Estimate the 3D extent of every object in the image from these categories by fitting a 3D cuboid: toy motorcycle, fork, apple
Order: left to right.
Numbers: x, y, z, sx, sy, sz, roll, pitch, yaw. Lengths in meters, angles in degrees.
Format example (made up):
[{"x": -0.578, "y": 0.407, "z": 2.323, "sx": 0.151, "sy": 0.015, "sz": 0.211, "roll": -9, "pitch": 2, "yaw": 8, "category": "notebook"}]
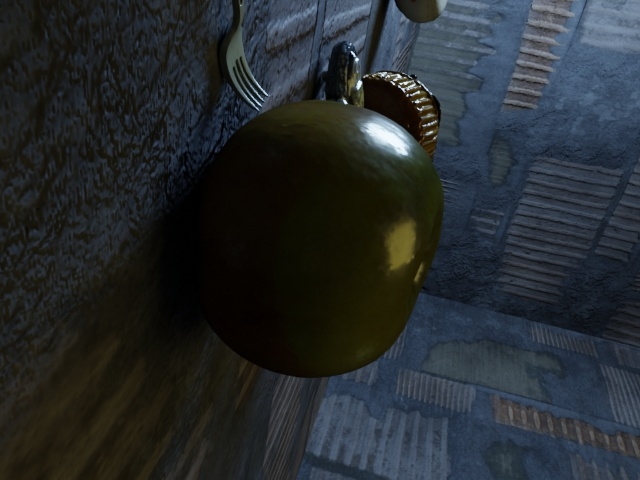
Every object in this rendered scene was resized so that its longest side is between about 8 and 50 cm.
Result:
[{"x": -0.063, "y": -0.185, "z": 0.369, "sx": 0.219, "sy": 0.028, "sz": 0.034, "roll": 87, "pitch": 26, "yaw": -50, "category": "fork"}, {"x": 0.000, "y": 0.000, "z": 0.480, "sx": 0.261, "sy": 0.193, "sz": 0.261, "roll": 18, "pitch": 90, "yaw": -76, "category": "apple"}, {"x": 0.023, "y": -0.095, "z": 0.777, "sx": 0.223, "sy": 0.107, "sz": 0.341, "roll": 72, "pitch": 26, "yaw": -64, "category": "toy motorcycle"}]

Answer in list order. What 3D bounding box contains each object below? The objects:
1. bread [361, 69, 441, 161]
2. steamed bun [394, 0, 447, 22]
[{"x": 0.097, "y": -0.177, "z": 0.901, "sx": 0.104, "sy": 0.199, "sz": 0.199, "roll": -33, "pitch": 139, "yaw": -51, "category": "bread"}, {"x": 0.233, "y": -0.616, "z": 1.248, "sx": 0.177, "sy": 0.130, "sz": 0.228, "roll": 37, "pitch": 68, "yaw": -70, "category": "steamed bun"}]
